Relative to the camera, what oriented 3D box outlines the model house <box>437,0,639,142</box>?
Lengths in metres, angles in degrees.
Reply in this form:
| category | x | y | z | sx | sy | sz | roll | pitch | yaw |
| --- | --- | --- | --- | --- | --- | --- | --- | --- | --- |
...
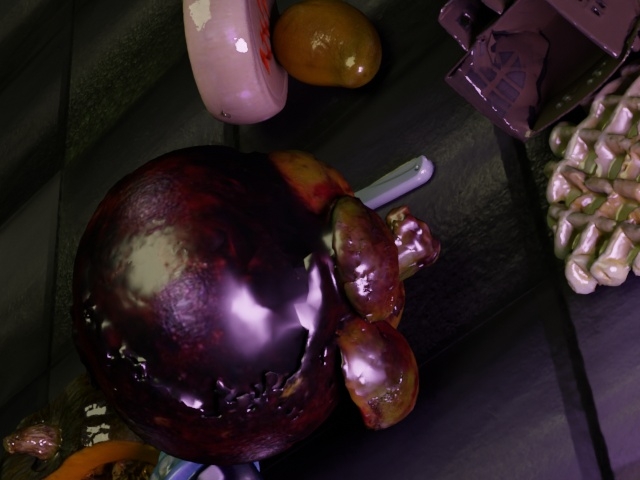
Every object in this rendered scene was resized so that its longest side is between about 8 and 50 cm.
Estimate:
| category | x | y | z | sx | sy | sz | roll | pitch | yaw |
| --- | --- | --- | --- | --- | --- | --- | --- | --- | --- |
| model house | 0.266 | -0.284 | 1.622 | 0.243 | 0.204 | 0.211 | -53 | 6 | -39 |

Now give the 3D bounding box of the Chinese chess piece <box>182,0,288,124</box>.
| category | x | y | z | sx | sy | sz | roll | pitch | yaw |
| --- | --- | --- | --- | --- | --- | --- | --- | --- | --- |
| Chinese chess piece | -0.126 | -0.308 | 2.104 | 0.102 | 0.273 | 0.273 | -7 | 51 | 11 |

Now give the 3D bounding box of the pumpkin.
| category | x | y | z | sx | sy | sz | roll | pitch | yaw |
| --- | --- | --- | --- | --- | --- | --- | --- | --- | --- |
| pumpkin | -0.330 | 0.297 | 1.915 | 0.317 | 0.222 | 0.139 | -36 | 33 | 35 |

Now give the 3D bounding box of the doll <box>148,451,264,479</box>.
| category | x | y | z | sx | sy | sz | roll | pitch | yaw |
| --- | --- | --- | --- | --- | --- | --- | --- | --- | --- |
| doll | -0.127 | 0.342 | 1.688 | 0.177 | 0.141 | 0.314 | -56 | 38 | 4 |

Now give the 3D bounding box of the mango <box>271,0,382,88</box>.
| category | x | y | z | sx | sy | sz | roll | pitch | yaw |
| --- | --- | --- | --- | --- | --- | --- | --- | --- | --- |
| mango | 0.015 | -0.289 | 2.048 | 0.136 | 0.099 | 0.227 | -54 | 41 | -1 |

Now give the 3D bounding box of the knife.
| category | x | y | z | sx | sy | sz | roll | pitch | yaw |
| --- | --- | --- | --- | --- | --- | --- | --- | --- | --- |
| knife | 0.086 | -0.070 | 1.840 | 0.162 | 0.023 | 0.044 | -27 | 46 | 39 |

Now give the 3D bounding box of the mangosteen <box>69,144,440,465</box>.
| category | x | y | z | sx | sy | sz | roll | pitch | yaw |
| --- | --- | --- | --- | --- | --- | --- | --- | --- | --- |
| mangosteen | -0.085 | 0.084 | 1.646 | 0.381 | 0.421 | 0.381 | -173 | 90 | -79 |

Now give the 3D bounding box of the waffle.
| category | x | y | z | sx | sy | sz | roll | pitch | yaw |
| --- | --- | --- | --- | --- | --- | --- | --- | --- | --- |
| waffle | 0.359 | -0.094 | 1.464 | 0.309 | 0.056 | 0.292 | -31 | 42 | 38 |
